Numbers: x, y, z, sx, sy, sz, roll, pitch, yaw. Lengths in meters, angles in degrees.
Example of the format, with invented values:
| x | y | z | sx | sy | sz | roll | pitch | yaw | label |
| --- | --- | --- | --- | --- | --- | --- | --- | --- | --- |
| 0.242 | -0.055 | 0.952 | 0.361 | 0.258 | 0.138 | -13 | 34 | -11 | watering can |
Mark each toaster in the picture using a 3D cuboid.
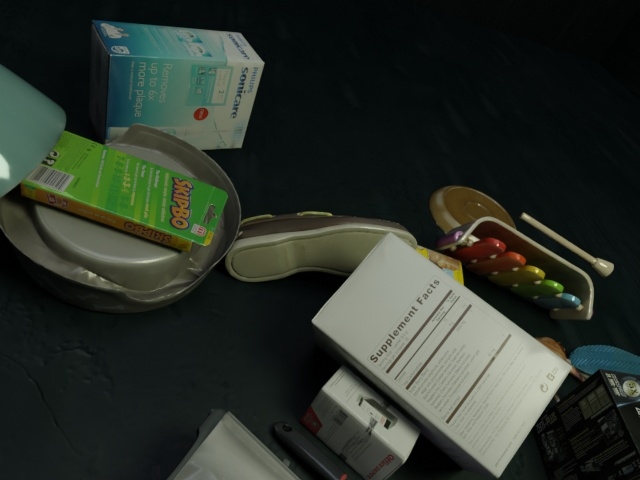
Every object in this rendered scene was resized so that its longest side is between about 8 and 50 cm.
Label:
| x | y | z | sx | sy | sz | roll | pitch | yaw | label |
| --- | --- | --- | --- | --- | --- | --- | --- | --- | --- |
| -0.118 | 0.303 | 0.524 | 0.147 | 0.129 | 0.227 | 34 | 40 | 7 | toaster |

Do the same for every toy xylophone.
| x | y | z | sx | sy | sz | roll | pitch | yaw | label |
| --- | --- | --- | --- | --- | --- | --- | --- | --- | --- |
| 0.390 | 0.045 | 0.969 | 0.323 | 0.236 | 0.081 | 28 | 77 | 2 | toy xylophone |

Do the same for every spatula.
| x | y | z | sx | sy | sz | roll | pitch | yaw | label |
| --- | --- | --- | --- | --- | --- | --- | --- | --- | --- |
| 0.048 | 0.334 | 0.636 | 0.296 | 0.030 | 0.084 | 40 | 25 | 21 | spatula |

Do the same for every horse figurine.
| x | y | z | sx | sy | sz | roll | pitch | yaw | label |
| --- | --- | --- | --- | --- | --- | --- | --- | --- | --- |
| 0.356 | 0.218 | 0.882 | 0.264 | 0.066 | 0.174 | 7 | 34 | -12 | horse figurine |

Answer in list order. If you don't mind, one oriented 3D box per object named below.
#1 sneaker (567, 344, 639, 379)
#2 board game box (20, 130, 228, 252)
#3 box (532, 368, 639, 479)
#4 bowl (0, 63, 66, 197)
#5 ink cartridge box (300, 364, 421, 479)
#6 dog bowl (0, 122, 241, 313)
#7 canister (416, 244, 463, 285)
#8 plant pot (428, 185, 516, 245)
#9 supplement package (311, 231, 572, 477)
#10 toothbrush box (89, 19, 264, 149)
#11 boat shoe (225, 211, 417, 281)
| x | y | z | sx | sy | sz | roll | pitch | yaw | label |
| --- | --- | --- | --- | --- | --- | --- | --- | --- | --- |
| 0.580 | 0.263 | 0.939 | 0.229 | 0.092 | 0.087 | 11 | 41 | 14 | sneaker |
| -0.275 | -0.069 | 0.739 | 0.260 | 0.039 | 0.124 | 18 | 45 | -9 | board game box |
| 0.413 | 0.302 | 0.740 | 0.078 | 0.180 | 0.147 | 11 | 42 | -12 | box |
| -0.530 | -0.157 | 0.670 | 0.312 | 0.163 | 0.311 | -12 | 43 | 12 | bowl |
| 0.052 | 0.251 | 0.681 | 0.135 | 0.099 | 0.056 | 38 | 42 | 13 | ink cartridge box |
| -0.307 | -0.039 | 0.793 | 0.349 | 0.102 | 0.348 | 15 | 46 | -16 | dog bowl |
| 0.182 | 0.061 | 0.964 | 0.170 | 0.073 | 0.126 | 20 | 41 | -8 | canister |
| 0.374 | -0.058 | 1.213 | 0.237 | 0.032 | 0.236 | 14 | 41 | -12 | plant pot |
| 0.153 | 0.163 | 0.723 | 0.293 | 0.177 | 0.175 | 38 | 75 | 15 | supplement package |
| -0.288 | -0.296 | 1.004 | 0.296 | 0.216 | 0.126 | -11 | 53 | -35 | toothbrush box |
| 0.000 | 0.000 | 0.873 | 0.325 | 0.116 | 0.096 | -6 | 39 | -4 | boat shoe |
